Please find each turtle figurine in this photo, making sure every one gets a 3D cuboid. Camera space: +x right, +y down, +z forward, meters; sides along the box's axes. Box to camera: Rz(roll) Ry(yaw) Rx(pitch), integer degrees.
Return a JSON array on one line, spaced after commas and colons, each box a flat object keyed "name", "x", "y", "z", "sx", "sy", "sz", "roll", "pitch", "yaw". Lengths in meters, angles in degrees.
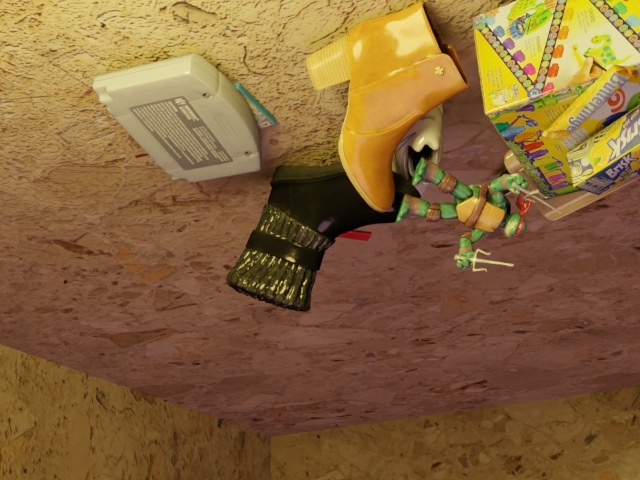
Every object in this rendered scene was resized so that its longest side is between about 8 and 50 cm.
[{"name": "turtle figurine", "x": 0.250, "y": -0.042, "z": 1.259, "sx": 0.234, "sy": 0.175, "sz": 0.118, "roll": 20, "pitch": -164, "yaw": 1}]

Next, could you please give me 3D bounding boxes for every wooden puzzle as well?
[{"name": "wooden puzzle", "x": 0.470, "y": -0.146, "z": 1.431, "sx": 0.220, "sy": 0.044, "sz": 0.238, "roll": -29, "pitch": 140, "yaw": 20}]

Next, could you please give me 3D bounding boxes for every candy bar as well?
[{"name": "candy bar", "x": 0.351, "y": -0.179, "z": 1.027, "sx": 0.040, "sy": 0.018, "sz": 0.161, "roll": 8, "pitch": 152, "yaw": -18}]

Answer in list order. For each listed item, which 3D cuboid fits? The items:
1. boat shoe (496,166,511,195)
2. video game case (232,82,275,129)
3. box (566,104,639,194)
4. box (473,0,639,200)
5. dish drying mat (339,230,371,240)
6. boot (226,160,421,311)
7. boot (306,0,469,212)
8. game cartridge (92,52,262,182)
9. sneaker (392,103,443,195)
[{"name": "boat shoe", "x": 0.366, "y": -0.131, "z": 1.489, "sx": 0.042, "sy": 0.049, "sz": 0.133, "roll": 10, "pitch": 145, "yaw": -29}, {"name": "video game case", "x": -0.177, "y": -0.210, "z": 1.349, "sx": 0.166, "sy": 0.015, "sz": 0.119, "roll": -14, "pitch": 151, "yaw": 25}, {"name": "box", "x": 0.422, "y": -0.130, "z": 1.079, "sx": 0.054, "sy": 0.059, "sz": 0.169, "roll": 12, "pitch": 150, "yaw": -27}, {"name": "box", "x": 0.411, "y": -0.226, "z": 1.150, "sx": 0.279, "sy": 0.177, "sz": 0.290, "roll": -15, "pitch": 150, "yaw": 26}, {"name": "dish drying mat", "x": 0.071, "y": -0.013, "z": 1.767, "sx": 0.083, "sy": 0.008, "sz": 0.032, "roll": 8, "pitch": 152, "yaw": -15}, {"name": "boot", "x": 0.002, "y": 0.002, "z": 1.404, "sx": 0.347, "sy": 0.260, "sz": 0.131, "roll": 2, "pitch": 153, "yaw": 45}, {"name": "boot", "x": 0.124, "y": -0.190, "z": 1.182, "sx": 0.211, "sy": 0.104, "sz": 0.295, "roll": -15, "pitch": 116, "yaw": 23}, {"name": "game cartridge", "x": -0.214, "y": -0.195, "z": 1.303, "sx": 0.195, "sy": 0.060, "sz": 0.294, "roll": -5, "pitch": 154, "yaw": 16}, {"name": "sneaker", "x": 0.158, "y": -0.143, "z": 1.368, "sx": 0.110, "sy": 0.129, "sz": 0.297, "roll": -4, "pitch": 155, "yaw": 3}]
